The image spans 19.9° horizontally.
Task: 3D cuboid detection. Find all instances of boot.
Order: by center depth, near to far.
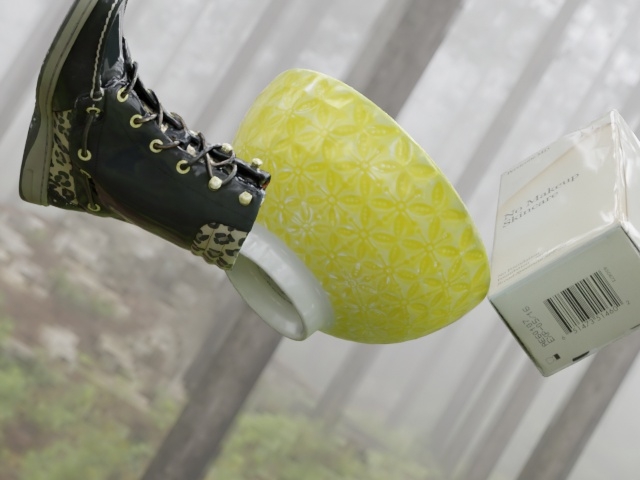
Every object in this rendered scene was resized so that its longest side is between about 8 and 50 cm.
[{"bbox_3d":[-0.114,-0.084,1.310,0.178,0.085,0.236,23,-43,-1],"label":"boot"}]

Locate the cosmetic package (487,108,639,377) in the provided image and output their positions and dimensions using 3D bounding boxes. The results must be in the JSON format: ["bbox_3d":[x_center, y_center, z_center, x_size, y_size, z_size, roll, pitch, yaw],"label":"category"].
[{"bbox_3d":[0.272,-0.004,1.894,0.113,0.160,0.309,53,20,-17],"label":"cosmetic package"}]

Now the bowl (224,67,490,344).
[{"bbox_3d":[0.000,0.000,1.686,0.289,0.156,0.289,41,-21,20],"label":"bowl"}]
